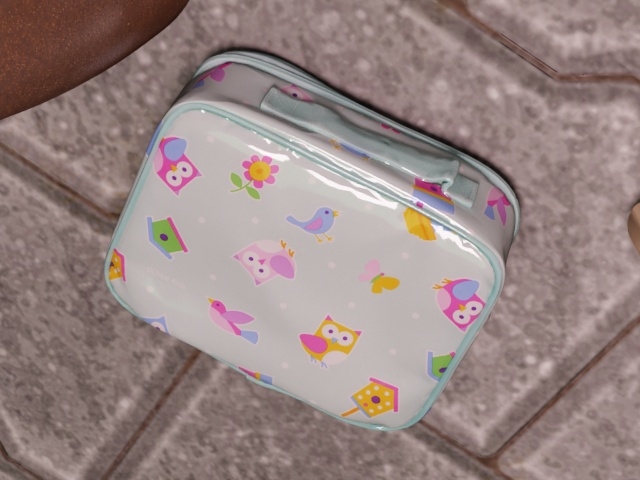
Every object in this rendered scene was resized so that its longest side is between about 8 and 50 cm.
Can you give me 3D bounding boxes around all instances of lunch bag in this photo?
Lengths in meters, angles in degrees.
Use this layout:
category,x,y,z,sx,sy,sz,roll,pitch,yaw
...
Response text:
category,x,y,z,sx,sy,sz,roll,pitch,yaw
lunch bag,0.000,0.000,1.054,0.279,0.108,0.224,26,124,-1

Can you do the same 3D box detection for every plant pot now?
category,x,y,z,sx,sy,sz,roll,pitch,yaw
plant pot,-0.215,-0.168,0.937,0.215,0.230,0.215,10,127,13

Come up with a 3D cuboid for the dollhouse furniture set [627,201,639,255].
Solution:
category,x,y,z,sx,sy,sz,roll,pitch,yaw
dollhouse furniture set,0.300,0.002,0.995,0.151,0.123,0.144,4,135,-26
